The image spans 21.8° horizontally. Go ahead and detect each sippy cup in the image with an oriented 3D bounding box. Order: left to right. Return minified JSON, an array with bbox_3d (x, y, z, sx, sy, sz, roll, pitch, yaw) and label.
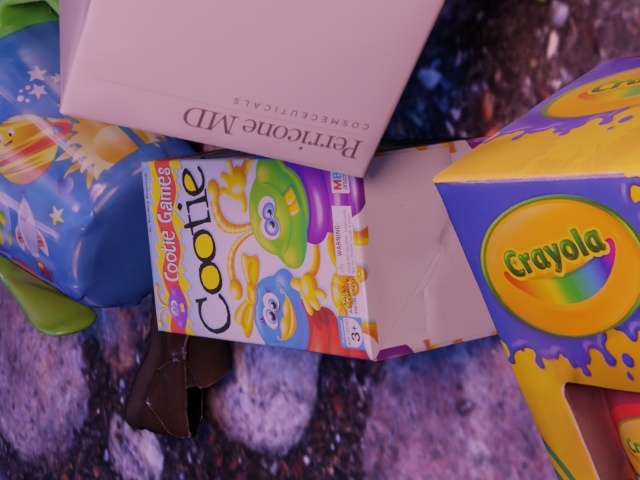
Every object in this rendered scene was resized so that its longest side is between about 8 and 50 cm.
[{"bbox_3d":[-0.224,-0.061,1.497,0.224,0.240,0.305,37,168,31],"label":"sippy cup"}]

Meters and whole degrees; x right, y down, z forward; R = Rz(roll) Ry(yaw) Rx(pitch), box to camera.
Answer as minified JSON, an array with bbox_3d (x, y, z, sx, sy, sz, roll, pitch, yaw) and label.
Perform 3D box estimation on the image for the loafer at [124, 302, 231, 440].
[{"bbox_3d":[-0.109,0.089,1.498,0.078,0.080,0.220,26,123,10],"label":"loafer"}]

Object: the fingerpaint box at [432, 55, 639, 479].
[{"bbox_3d":[0.305,0.092,0.753,0.445,0.163,0.371,0,118,53],"label":"fingerpaint box"}]

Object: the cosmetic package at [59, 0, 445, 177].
[{"bbox_3d":[-0.012,-0.243,0.995,0.156,0.217,0.385,-102,27,-51],"label":"cosmetic package"}]

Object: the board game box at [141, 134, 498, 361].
[{"bbox_3d":[0.000,0.000,1.256,0.275,0.142,0.144,2,100,53],"label":"board game box"}]
